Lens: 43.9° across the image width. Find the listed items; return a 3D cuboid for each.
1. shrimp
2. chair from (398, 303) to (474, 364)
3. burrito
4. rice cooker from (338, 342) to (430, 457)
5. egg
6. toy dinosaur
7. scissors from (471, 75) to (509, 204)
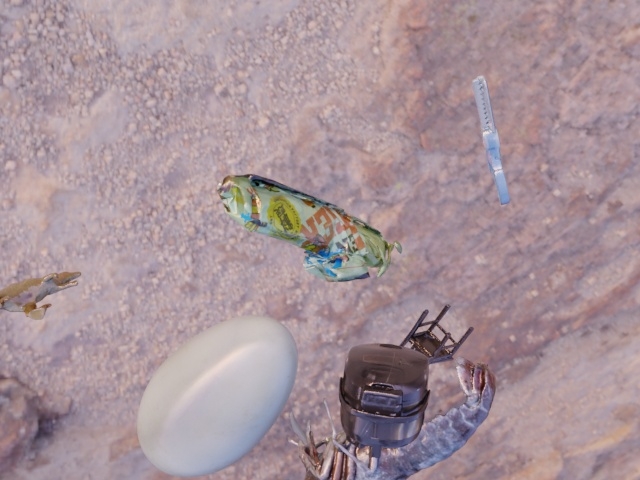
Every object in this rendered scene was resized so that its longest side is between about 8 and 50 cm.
[{"bbox_3d":[0.084,0.312,1.209,0.411,0.166,0.221,-24,150,21],"label":"shrimp"},{"bbox_3d":[0.208,0.237,1.635,0.101,0.084,0.212,-5,134,-49],"label":"chair"},{"bbox_3d":[0.000,0.000,0.924,0.054,0.104,0.288,-33,147,30],"label":"burrito"},{"bbox_3d":[0.079,0.189,0.987,0.112,0.165,0.106,7,114,9],"label":"rice cooker"},{"bbox_3d":[-0.186,0.282,1.454,0.230,0.230,0.371,29,113,-38],"label":"egg"},{"bbox_3d":[-0.377,0.071,0.959,0.162,0.126,0.039,-14,103,-1],"label":"toy dinosaur"},{"bbox_3d":[0.318,-0.191,1.484,0.030,0.125,0.256,-13,124,9],"label":"scissors"}]
